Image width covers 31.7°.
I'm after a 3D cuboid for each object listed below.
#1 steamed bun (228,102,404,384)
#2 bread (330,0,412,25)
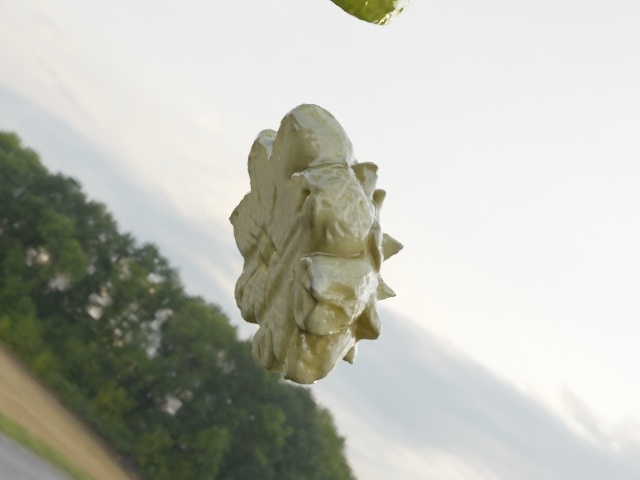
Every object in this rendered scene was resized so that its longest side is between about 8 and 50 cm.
[{"bbox_3d":[0.000,0.000,1.215,0.137,0.292,0.295,0,6,-19],"label":"steamed bun"},{"bbox_3d":[0.091,-0.526,1.695,0.308,0.348,0.348,-30,-67,31],"label":"bread"}]
